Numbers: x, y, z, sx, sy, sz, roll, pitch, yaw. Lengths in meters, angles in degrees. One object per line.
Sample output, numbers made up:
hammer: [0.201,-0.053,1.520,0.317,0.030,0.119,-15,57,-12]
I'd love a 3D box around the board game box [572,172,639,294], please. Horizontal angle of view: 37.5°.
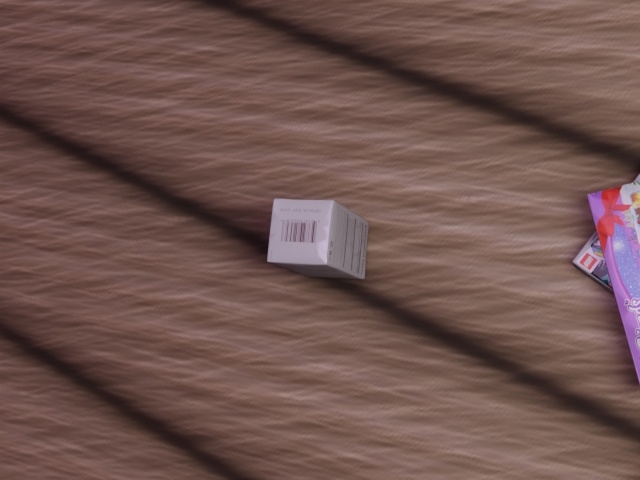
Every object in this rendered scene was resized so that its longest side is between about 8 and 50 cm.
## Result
board game box: [0.545,-0.030,1.396,0.193,0.053,0.305,38,94,22]

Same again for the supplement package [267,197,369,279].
supplement package: [0.000,0.000,1.532,0.105,0.179,0.105,2,81,21]

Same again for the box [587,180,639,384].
box: [0.514,0.048,1.332,0.200,0.057,0.293,-15,76,16]
